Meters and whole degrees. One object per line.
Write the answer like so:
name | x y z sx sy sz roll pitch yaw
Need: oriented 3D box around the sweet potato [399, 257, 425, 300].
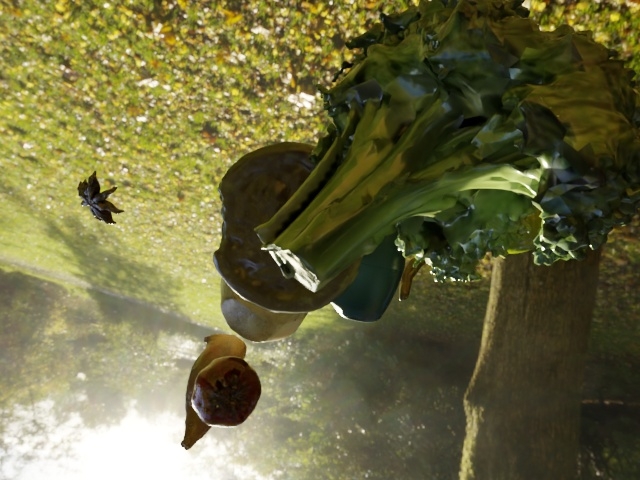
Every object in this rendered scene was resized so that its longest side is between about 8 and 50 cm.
sweet potato | 0.296 0.121 1.553 0.053 0.182 0.054 8 148 41

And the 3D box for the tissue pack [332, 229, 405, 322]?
tissue pack | 0.000 0.000 0.790 0.288 0.205 0.198 17 -171 2

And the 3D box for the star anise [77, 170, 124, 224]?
star anise | -0.527 -0.094 1.094 0.141 0.042 0.140 16 128 22

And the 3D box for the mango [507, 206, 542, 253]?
mango | 0.493 -0.063 1.324 0.294 0.175 0.143 17 -175 21

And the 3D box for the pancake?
pancake | -0.042 -0.012 0.624 0.223 0.236 0.042 25 -171 -4

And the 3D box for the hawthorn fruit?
hawthorn fruit | -0.225 0.348 1.075 0.157 0.156 0.194 21 159 -21

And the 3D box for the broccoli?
broccoli | 0.116 -0.057 0.447 0.249 0.301 0.375 28 180 -35

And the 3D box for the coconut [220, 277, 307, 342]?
coconut | -0.132 0.135 1.227 0.260 0.259 0.259 12 161 4

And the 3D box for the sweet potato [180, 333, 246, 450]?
sweet potato | -0.295 0.385 1.223 0.131 0.336 0.131 4 123 7
